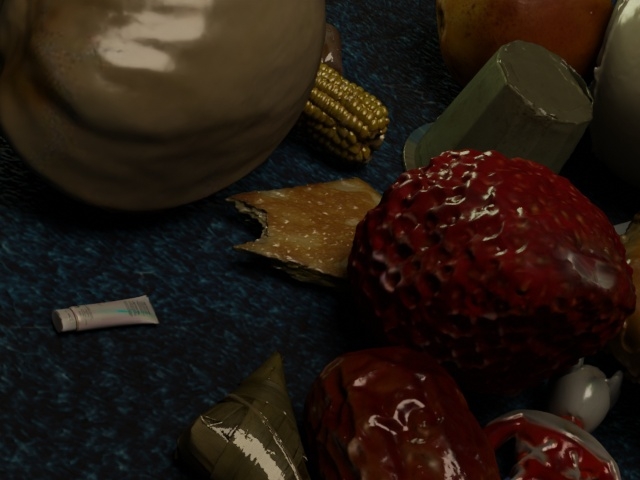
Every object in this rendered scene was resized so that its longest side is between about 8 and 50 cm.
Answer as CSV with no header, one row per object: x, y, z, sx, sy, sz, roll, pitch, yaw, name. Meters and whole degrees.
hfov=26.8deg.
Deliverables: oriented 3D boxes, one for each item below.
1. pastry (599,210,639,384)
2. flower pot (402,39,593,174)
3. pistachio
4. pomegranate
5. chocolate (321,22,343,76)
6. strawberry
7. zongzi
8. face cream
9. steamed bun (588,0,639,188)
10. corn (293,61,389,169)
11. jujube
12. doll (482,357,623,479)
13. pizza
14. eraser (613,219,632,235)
0.447,0.074,1.581,0.255,0.162,0.311,33,54,25,pastry
0.247,-0.135,1.732,0.212,0.202,0.212,20,42,-20,flower pot
-0.178,-0.226,1.480,0.445,0.281,0.365,-44,113,-35,pistachio
0.290,-0.311,1.887,0.264,0.264,0.264,17,44,-17,pomegranate
0.002,-0.265,1.828,0.064,0.031,0.100,11,47,-17,chocolate
0.194,0.022,1.447,0.292,0.310,0.291,18,51,-23,strawberry
-0.037,0.205,1.323,0.160,0.078,0.176,46,39,7,zongzi
-0.218,0.076,1.371,0.115,0.020,0.038,-7,54,-37,face cream
0.543,-0.232,1.862,0.241,0.374,0.374,21,36,26,steamed bun
-0.047,-0.196,1.687,0.292,0.101,0.101,30,41,1,corn
0.078,0.209,1.307,0.174,0.174,0.250,13,30,-21,jujube
0.240,0.255,1.434,0.188,0.099,0.384,31,46,6,doll
0.000,0.000,1.566,0.262,0.034,0.181,-2,52,-37,pizza
0.454,0.079,1.738,0.174,0.081,0.227,-12,59,-36,eraser
